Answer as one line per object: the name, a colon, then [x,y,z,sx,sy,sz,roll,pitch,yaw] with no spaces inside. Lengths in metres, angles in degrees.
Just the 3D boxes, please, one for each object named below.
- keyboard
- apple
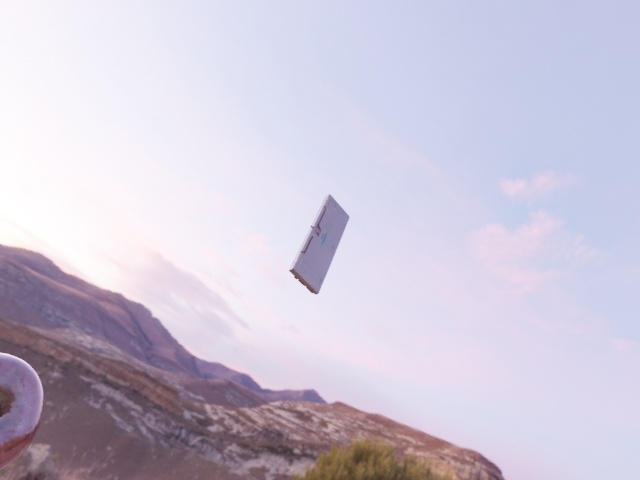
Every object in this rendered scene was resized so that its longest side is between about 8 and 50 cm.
keyboard: [0.000,0.000,0.612,0.017,0.166,0.055,-26,-63,37]
apple: [-0.433,0.218,0.542,0.120,0.153,0.153,-18,-49,31]
